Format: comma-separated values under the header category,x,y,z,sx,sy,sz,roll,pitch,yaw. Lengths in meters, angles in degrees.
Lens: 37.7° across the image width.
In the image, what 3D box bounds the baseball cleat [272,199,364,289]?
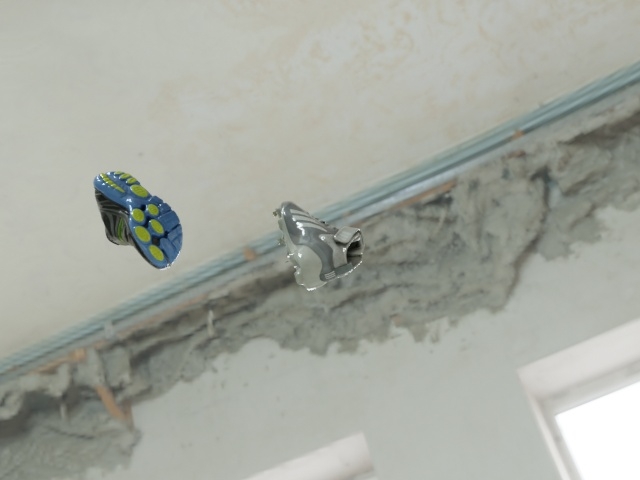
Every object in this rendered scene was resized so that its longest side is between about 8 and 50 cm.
category,x,y,z,sx,sy,sz,roll,pitch,yaw
baseball cleat,0.000,0.000,1.261,0.109,0.206,0.072,-15,-57,-4

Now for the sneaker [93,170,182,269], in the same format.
category,x,y,z,sx,sy,sz,roll,pitch,yaw
sneaker,-0.234,-0.020,1.205,0.067,0.188,0.078,-18,-47,-33
